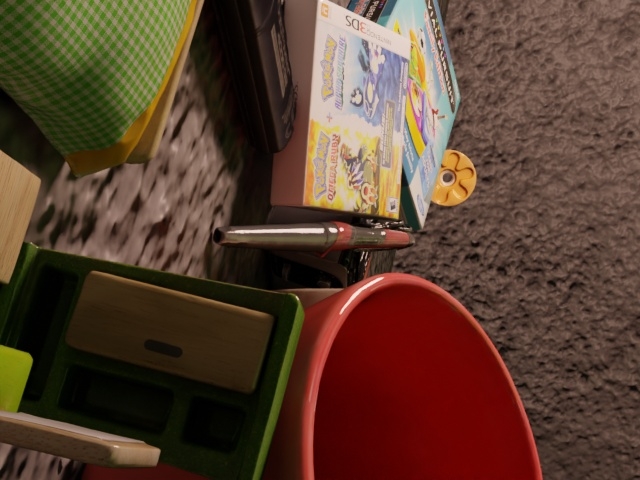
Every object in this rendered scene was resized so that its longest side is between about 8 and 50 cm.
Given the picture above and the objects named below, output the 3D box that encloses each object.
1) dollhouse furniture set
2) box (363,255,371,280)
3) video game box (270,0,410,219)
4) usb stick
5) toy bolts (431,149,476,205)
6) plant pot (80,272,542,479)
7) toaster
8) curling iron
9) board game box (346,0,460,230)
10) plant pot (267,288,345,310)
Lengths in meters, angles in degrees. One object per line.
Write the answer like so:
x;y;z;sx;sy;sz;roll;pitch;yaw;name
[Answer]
-0.075;-0.053;0.435;0.197;0.151;0.301;66;38;-75;dollhouse furniture set
0.008;0.065;1.298;0.170;0.091;0.130;-66;165;-49;box
0.026;-0.129;0.976;0.187;0.048;0.205;5;89;-53;video game box
-0.053;-0.162;0.766;0.278;0.045;0.077;81;17;-66;usb stick
0.167;-0.156;1.640;0.158;0.218;0.228;-55;146;-84;toy bolts
-0.015;0.181;0.643;0.275;0.243;0.275;28;52;-43;plant pot
0.008;-0.005;1.139;0.168;0.110;0.185;90;16;-57;toaster
0.000;0.000;0.943;0.274;0.068;0.035;-3;85;-49;curling iron
0.106;-0.212;1.288;0.336;0.079;0.253;-67;145;-47;board game box
0.017;0.194;0.966;0.323;0.323;0.280;38;52;-80;plant pot
